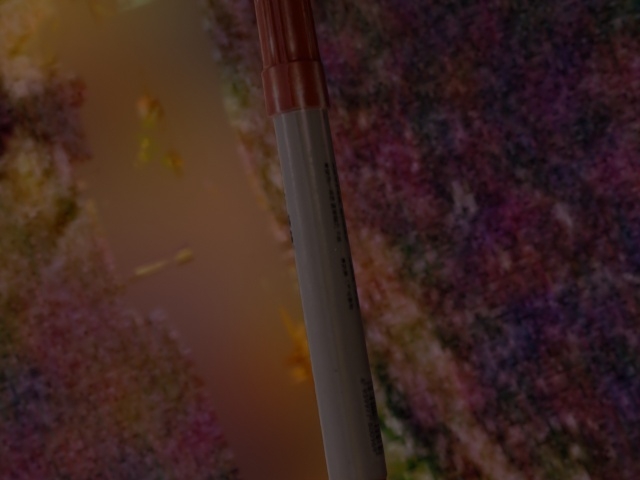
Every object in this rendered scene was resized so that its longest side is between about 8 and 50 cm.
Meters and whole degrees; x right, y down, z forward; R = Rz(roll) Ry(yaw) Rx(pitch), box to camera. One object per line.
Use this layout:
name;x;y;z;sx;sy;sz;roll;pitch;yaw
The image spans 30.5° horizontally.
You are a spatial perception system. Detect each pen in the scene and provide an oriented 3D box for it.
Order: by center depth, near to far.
pen;0.000;0.000;0.501;0.028;0.028;0.239;148;113;-81
